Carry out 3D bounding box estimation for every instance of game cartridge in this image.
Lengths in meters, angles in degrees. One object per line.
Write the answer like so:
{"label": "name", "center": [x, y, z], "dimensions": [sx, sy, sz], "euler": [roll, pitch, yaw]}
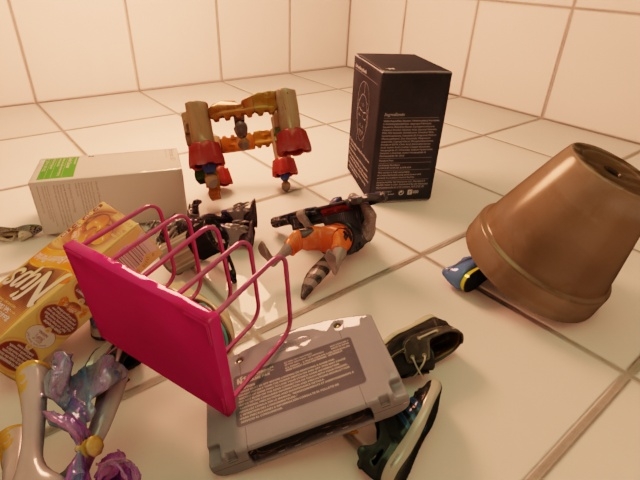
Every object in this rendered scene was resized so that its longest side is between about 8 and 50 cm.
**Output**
{"label": "game cartridge", "center": [-0.032, 0.225, 0.728], "dimensions": [0.296, 0.062, 0.198], "euler": [-19, 29, -2]}

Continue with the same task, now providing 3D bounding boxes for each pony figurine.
{"label": "pony figurine", "center": [-0.308, 0.296, 0.500], "dimensions": [0.350, 0.303, 0.364], "euler": [-31, 37, 6]}

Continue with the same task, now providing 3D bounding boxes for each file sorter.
{"label": "file sorter", "center": [-0.210, 0.087, 0.734], "dimensions": [0.290, 0.202, 0.182], "euler": [21, 42, 25]}

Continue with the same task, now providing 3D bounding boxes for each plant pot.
{"label": "plant pot", "center": [0.520, -0.040, 0.973], "dimensions": [0.322, 0.281, 0.323], "euler": [14, 39, -12]}

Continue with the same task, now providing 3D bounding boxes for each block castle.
{"label": "block castle", "center": [-0.201, -0.236, 1.274], "dimensions": [0.302, 0.213, 0.453], "euler": [-10, 1, -8]}

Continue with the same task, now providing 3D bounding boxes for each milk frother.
{"label": "milk frother", "center": [-0.269, 0.046, 1.046], "dimensions": [0.134, 0.129, 0.143], "euler": [-27, 60, 17]}

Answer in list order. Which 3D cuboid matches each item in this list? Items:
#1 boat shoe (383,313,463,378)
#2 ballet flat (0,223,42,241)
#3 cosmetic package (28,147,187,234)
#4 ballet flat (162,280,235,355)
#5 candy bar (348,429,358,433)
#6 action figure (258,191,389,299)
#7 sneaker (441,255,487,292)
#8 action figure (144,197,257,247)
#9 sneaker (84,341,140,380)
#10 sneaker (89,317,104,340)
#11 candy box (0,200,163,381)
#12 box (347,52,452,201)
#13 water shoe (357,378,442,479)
{"label": "boat shoe", "center": [0.163, 0.203, 0.817], "dimensions": [0.233, 0.084, 0.079], "euler": [-21, 34, -36]}
{"label": "ballet flat", "center": [-0.767, -0.016, 1.167], "dimensions": [0.114, 0.041, 0.041], "euler": [-4, 31, -10]}
{"label": "cosmetic package", "center": [-0.565, -0.142, 1.273], "dimensions": [0.365, 0.155, 0.197], "euler": [-10, 31, -18]}
{"label": "ballet flat", "center": [-0.229, 0.143, 0.903], "dimensions": [0.248, 0.086, 0.086], "euler": [25, 38, 34]}
{"label": "candy bar", "center": [0.046, 0.260, 0.778], "dimensions": [0.040, 0.018, 0.162], "euler": [4, 30, 3]}
{"label": "action figure", "center": [0.000, 0.000, 1.132], "dimensions": [0.341, 0.179, 0.330], "euler": [-10, 12, 37]}
{"label": "sneaker", "center": [0.377, 0.056, 1.093], "dimensions": [0.209, 0.069, 0.082], "euler": [-18, 33, -30]}
{"label": "action figure", "center": [-0.308, -0.043, 1.184], "dimensions": [0.284, 0.099, 0.185], "euler": [-1, 36, 0]}
{"label": "sneaker", "center": [-0.344, 0.190, 0.831], "dimensions": [0.077, 0.072, 0.178], "euler": [9, 43, 1]}
{"label": "sneaker", "center": [-0.424, 0.104, 0.940], "dimensions": [0.080, 0.081, 0.211], "euler": [-7, 33, -15]}
{"label": "candy box", "center": [-0.469, 0.076, 0.847], "dimensions": [0.182, 0.088, 0.316], "euler": [23, 60, 43]}
{"label": "box", "center": [0.228, -0.361, 1.460], "dimensions": [0.211, 0.396, 0.294], "euler": [-4, 32, -10]}
{"label": "water shoe", "center": [0.124, 0.274, 0.707], "dimensions": [0.080, 0.073, 0.203], "euler": [17, 33, 27]}
